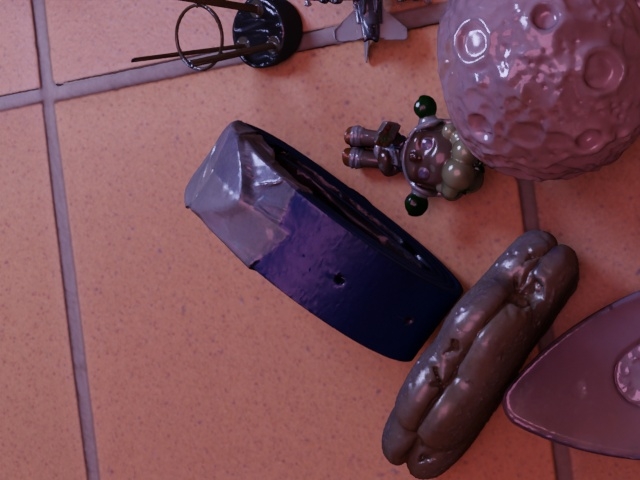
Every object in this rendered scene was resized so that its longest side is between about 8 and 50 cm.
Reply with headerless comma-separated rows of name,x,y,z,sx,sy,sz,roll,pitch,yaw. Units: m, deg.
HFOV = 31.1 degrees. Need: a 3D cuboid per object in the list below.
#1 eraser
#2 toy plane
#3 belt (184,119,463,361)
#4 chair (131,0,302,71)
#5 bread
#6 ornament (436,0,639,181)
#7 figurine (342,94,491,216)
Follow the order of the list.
eraser,0.327,0.163,1.316,0.243,0.059,0.204,-12,88,4
toy plane,0.056,-0.341,1.420,0.160,0.082,0.234,-3,91,-6
belt,0.000,0.000,1.378,0.347,0.212,0.117,39,105,12
chair,-0.127,-0.255,1.441,0.095,0.221,0.104,-27,83,43
bread,0.177,0.140,1.331,0.102,0.183,0.337,35,105,14
ornament,0.254,-0.195,1.251,0.225,0.259,0.259,-9,88,25
figurine,0.114,-0.103,1.394,0.197,0.093,0.147,8,99,22
